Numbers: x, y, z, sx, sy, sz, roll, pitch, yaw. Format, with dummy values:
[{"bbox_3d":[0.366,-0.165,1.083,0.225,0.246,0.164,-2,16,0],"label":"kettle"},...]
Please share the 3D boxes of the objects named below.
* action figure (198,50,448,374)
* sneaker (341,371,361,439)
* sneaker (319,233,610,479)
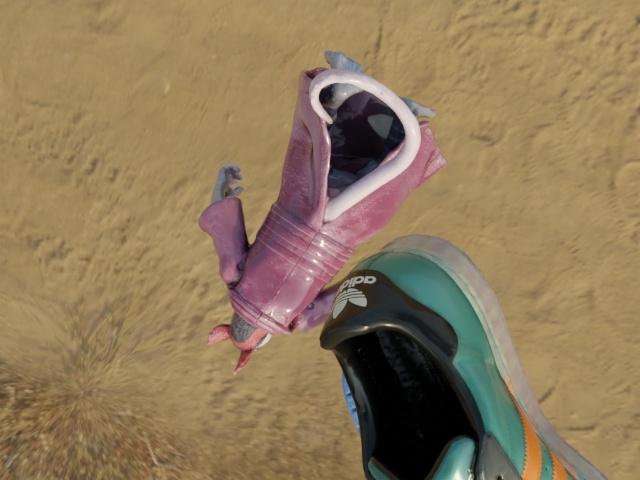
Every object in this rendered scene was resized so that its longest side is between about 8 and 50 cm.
[{"bbox_3d":[0.000,0.000,1.193,0.248,0.276,0.370,29,98,-12],"label":"action figure"},{"bbox_3d":[0.063,0.180,1.185,0.067,0.078,0.188,-11,102,2],"label":"sneaker"},{"bbox_3d":[0.092,0.147,0.633,0.302,0.108,0.121,58,36,-2],"label":"sneaker"}]
